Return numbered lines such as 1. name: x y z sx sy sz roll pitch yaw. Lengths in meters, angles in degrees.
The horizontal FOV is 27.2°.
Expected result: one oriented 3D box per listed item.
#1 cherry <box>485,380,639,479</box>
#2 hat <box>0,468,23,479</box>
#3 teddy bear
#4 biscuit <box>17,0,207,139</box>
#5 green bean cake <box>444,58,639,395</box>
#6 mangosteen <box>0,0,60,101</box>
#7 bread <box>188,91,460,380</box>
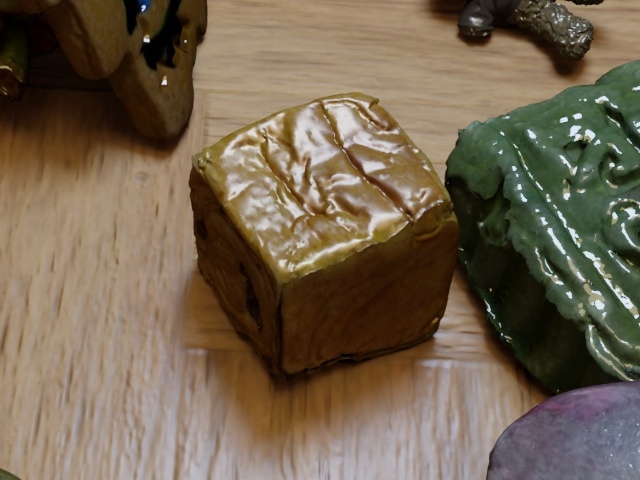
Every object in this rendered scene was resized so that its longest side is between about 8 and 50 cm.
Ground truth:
1. cherry: 0.190 0.170 0.811 0.176 0.140 0.176 -8 69 22
2. hat: -0.235 0.185 0.806 0.146 0.067 0.146 3 53 -3
3. teddy bear: 0.172 -0.223 1.154 0.160 0.078 0.119 25 89 5
4. biscuit: -0.168 -0.221 1.002 0.043 0.301 0.278 -13 79 23
5. green bean cake: 0.236 -0.005 0.961 0.255 0.132 0.241 -20 61 -19
6. mangosteen: -0.270 -0.213 1.037 0.194 0.194 0.230 -30 77 -25
7. bread: 0.000 0.000 0.916 0.143 0.158 0.149 -21 62 -22
